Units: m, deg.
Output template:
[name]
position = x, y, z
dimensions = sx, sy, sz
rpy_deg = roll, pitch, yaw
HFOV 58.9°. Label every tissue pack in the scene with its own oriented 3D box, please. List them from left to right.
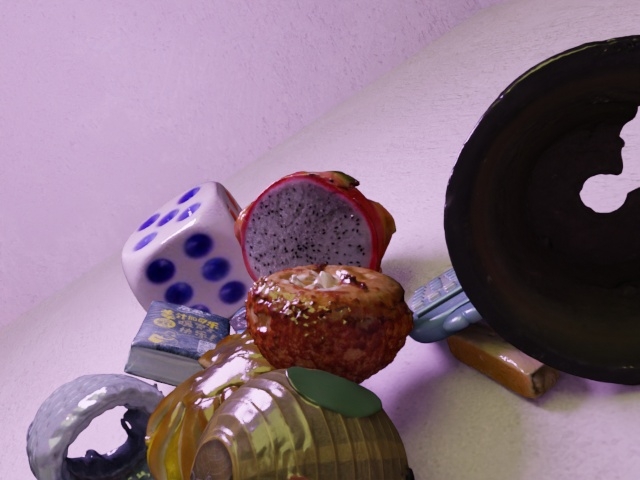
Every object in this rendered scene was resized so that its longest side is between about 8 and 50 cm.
[tissue pack]
position = -0.281, 0.211, 1.166
dimensions = 0.257, 0.185, 0.081
rpy_deg = -123, 51, -76

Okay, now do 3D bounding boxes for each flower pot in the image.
[flower pot]
position = 0.354, -0.038, 0.713
dimensions = 0.379, 0.380, 0.251
rpy_deg = -23, 4, 23

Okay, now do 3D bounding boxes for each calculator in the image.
[calculator]
position = 0.211, 0.087, 0.876
dimensions = 0.188, 0.042, 0.303
rpy_deg = -32, 5, 7

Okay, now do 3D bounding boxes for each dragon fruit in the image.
[dragon fruit]
position = 0.000, 0.000, 1.146
dimensions = 0.305, 0.306, 0.225
rpy_deg = -24, 1, 20

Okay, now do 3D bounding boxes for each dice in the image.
[dice]
position = -0.322, 0.042, 1.482
dimensions = 0.304, 0.277, 0.304
rpy_deg = -31, 24, 1

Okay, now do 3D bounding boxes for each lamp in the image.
[lamp]
position = -0.005, 0.271, 0.640
dimensions = 0.250, 0.284, 0.251
rpy_deg = -18, 66, 45

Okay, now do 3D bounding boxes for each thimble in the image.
[thimble]
position = -0.372, 0.340, 0.992
dimensions = 0.250, 0.205, 0.171
rpy_deg = -12, 5, -36

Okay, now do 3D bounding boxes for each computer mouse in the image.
[computer mouse]
position = -0.154, 0.193, 1.248
dimensions = 0.079, 0.047, 0.135
rpy_deg = -26, 29, -4

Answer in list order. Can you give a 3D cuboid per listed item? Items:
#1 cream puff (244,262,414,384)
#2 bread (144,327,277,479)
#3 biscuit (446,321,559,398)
[cream puff]
position = 0.014, 0.117, 0.796
dimensions = 0.239, 0.164, 0.240
rpy_deg = -6, 9, 1
[bread]
position = -0.126, 0.254, 0.905
dimensions = 0.332, 0.160, 0.333
rpy_deg = -27, 22, 11
[biscuit]
position = 0.241, 0.153, 0.769
dimensions = 0.056, 0.052, 0.188
rpy_deg = -24, 16, -16
